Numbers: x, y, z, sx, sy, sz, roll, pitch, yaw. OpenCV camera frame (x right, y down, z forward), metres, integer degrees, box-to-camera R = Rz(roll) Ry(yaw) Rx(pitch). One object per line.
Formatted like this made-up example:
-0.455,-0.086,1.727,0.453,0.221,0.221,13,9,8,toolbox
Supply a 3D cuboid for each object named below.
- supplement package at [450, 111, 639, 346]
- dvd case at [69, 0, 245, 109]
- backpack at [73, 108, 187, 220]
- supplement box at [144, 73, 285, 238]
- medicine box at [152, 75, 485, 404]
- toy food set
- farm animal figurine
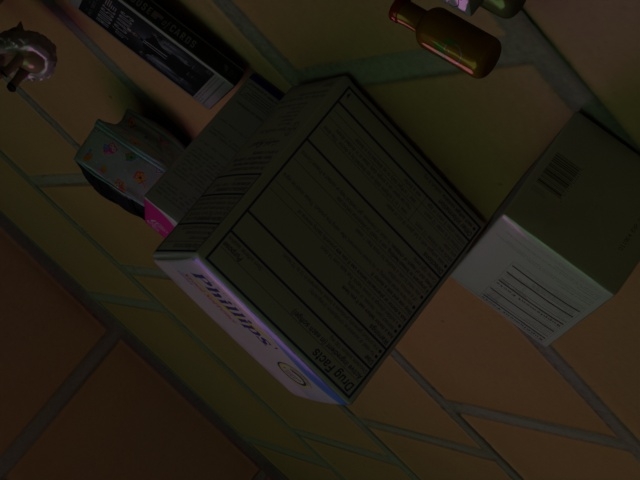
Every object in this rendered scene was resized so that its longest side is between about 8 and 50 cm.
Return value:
0.244,-0.004,1.569,0.134,0.139,0.244,37,162,3,supplement package
-0.216,-0.266,1.996,0.238,0.030,0.179,37,167,-9,dvd case
-0.279,-0.114,2.336,0.166,0.144,0.188,36,-174,16,backpack
-0.114,-0.085,1.959,0.114,0.220,0.111,37,162,5,supplement box
0.000,0.000,1.822,0.263,0.289,0.149,46,162,-20,medicine box
0.113,-0.245,1.273,0.104,0.111,0.232,32,164,21,toy food set
-0.548,-0.377,2.239,0.326,0.172,0.330,4,135,42,farm animal figurine
